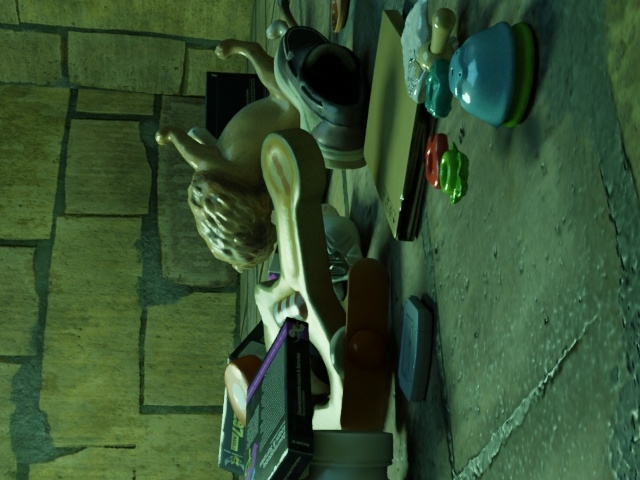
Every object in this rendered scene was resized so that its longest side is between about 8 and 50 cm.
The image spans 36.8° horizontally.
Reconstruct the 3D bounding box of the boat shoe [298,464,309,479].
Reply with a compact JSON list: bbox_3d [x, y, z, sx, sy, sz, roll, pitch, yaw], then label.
[{"bbox_3d":[-0.038,0.378,1.199,0.340,0.127,0.113,-97,11,-56],"label":"boat shoe"}]

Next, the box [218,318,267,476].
[{"bbox_3d":[-0.065,0.193,1.356,0.232,0.059,0.183,-46,-32,-59],"label":"box"}]

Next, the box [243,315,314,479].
[{"bbox_3d":[-0.041,0.169,0.909,0.162,0.029,0.116,-91,23,-49],"label":"box"}]

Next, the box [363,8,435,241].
[{"bbox_3d":[0.075,-0.117,0.929,0.201,0.021,0.164,-102,17,-61],"label":"box"}]

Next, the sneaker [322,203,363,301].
[{"bbox_3d":[0.000,0.000,1.194,0.232,0.090,0.115,118,157,-70],"label":"sneaker"}]

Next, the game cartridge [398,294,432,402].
[{"bbox_3d":[0.082,0.095,0.835,0.056,0.017,0.083,-107,21,-77],"label":"game cartridge"}]

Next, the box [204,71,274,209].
[{"bbox_3d":[-0.113,-0.177,1.688,0.103,0.184,0.261,102,168,-46],"label":"box"}]

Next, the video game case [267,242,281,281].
[{"bbox_3d":[-0.056,0.086,1.553,0.210,0.042,0.232,-75,-6,-55],"label":"video game case"}]

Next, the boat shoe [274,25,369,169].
[{"bbox_3d":[0.008,-0.196,1.169,0.285,0.103,0.092,-103,22,-50],"label":"boat shoe"}]

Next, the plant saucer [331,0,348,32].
[{"bbox_3d":[0.028,-0.334,1.351,0.083,0.013,0.083,-177,90,-82],"label":"plant saucer"}]

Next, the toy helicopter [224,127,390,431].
[{"bbox_3d":[-0.007,0.061,1.004,0.235,0.140,0.355,23,124,58],"label":"toy helicopter"}]

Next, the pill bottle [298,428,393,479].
[{"bbox_3d":[0.023,0.263,0.865,0.108,0.108,0.180,135,138,-78],"label":"pill bottle"}]

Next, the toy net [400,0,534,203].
[{"bbox_3d":[0.097,-0.111,0.706,0.232,0.045,0.122,-104,16,-68],"label":"toy net"}]

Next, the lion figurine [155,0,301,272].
[{"bbox_3d":[-0.089,-0.163,1.458,0.392,0.240,0.142,-56,-24,16],"label":"lion figurine"}]
